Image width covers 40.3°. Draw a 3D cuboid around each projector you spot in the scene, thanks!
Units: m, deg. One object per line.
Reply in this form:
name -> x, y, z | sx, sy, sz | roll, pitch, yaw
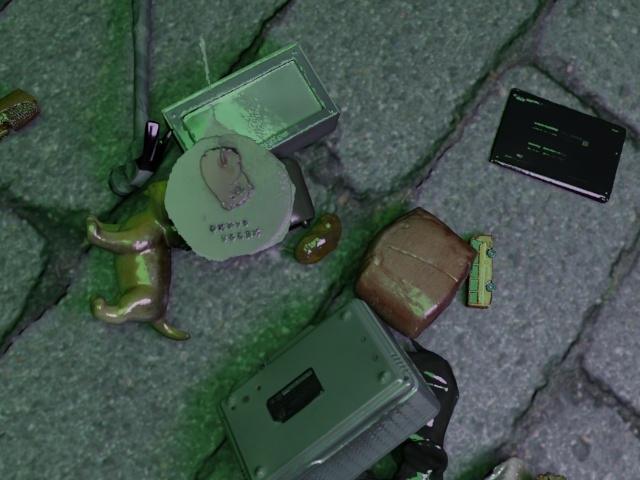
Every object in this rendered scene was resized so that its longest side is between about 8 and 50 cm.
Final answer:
projector -> 0.000, 0.215, 1.141 | 0.257, 0.099, 0.192 | -39, 40, 4

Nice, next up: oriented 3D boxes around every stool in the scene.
stool -> -0.061, -0.061, 1.263 | 0.096, 0.096, 0.110 | -22, 86, -9

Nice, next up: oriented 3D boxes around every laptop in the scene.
laptop -> 0.372, -0.150, 1.357 | 0.197, 0.016, 0.135 | 19, 77, -1

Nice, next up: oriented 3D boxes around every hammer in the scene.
hammer -> -0.270, -0.280, 1.289 | 0.044, 0.152, 0.426 | 8, 66, -32

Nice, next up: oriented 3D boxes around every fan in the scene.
fan -> -0.136, -0.128, 1.195 | 0.182, 0.010, 0.310 | -12, 91, -14

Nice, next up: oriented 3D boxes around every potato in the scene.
potato -> 0.000, 0.000, 1.280 | 0.046, 0.045, 0.092 | 36, 73, 18

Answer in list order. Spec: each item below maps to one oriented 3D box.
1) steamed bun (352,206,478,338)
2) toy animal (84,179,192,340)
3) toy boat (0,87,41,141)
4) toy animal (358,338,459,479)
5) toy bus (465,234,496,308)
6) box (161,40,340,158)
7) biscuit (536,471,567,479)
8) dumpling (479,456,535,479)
steamed bun -> 0.131, 0.045, 1.255 | 0.145, 0.106, 0.175 | 36, 68, 15
toy animal -> -0.249, 0.016, 1.223 | 0.169, 0.121, 0.233 | 10, 81, -14
toy boat -> -0.474, -0.162, 1.268 | 0.149, 0.047, 0.049 | -42, 85, -12
toy animal -> 0.112, 0.254, 1.204 | 0.146, 0.114, 0.245 | 17, 81, 2
toy bus -> 0.237, 0.046, 1.299 | 0.043, 0.031, 0.110 | 3, 79, 2
box -> -0.102, -0.178, 1.285 | 0.225, 0.086, 0.129 | -30, 83, -9
biscuit -> 0.335, 0.417, 1.194 | 0.016, 0.144, 0.203 | -10, 77, 37
dumpling -> 0.237, 0.445, 1.169 | 0.243, 0.175, 0.227 | -40, 115, 3
